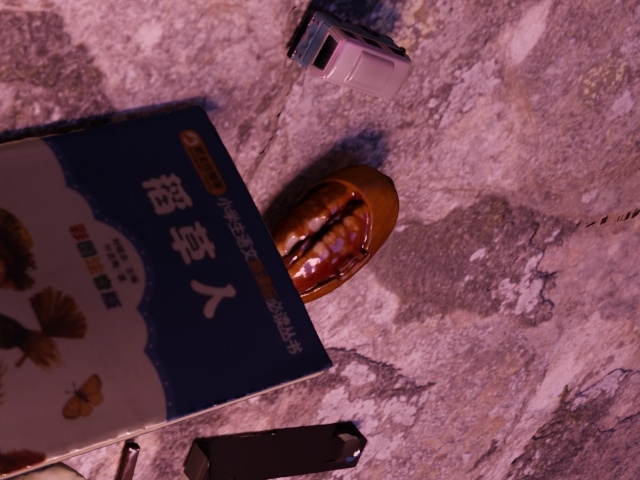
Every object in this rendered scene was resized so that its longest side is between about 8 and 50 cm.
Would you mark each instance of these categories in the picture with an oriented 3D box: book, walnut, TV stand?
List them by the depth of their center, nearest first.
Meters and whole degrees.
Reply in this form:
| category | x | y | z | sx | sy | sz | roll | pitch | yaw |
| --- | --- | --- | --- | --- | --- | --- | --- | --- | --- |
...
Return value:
| category | x | y | z | sx | sy | sz | roll | pitch | yaw |
| --- | --- | --- | --- | --- | --- | --- | --- | --- | --- |
| book | -0.229 | 0.044 | 1.237 | 0.428 | 0.300 | 0.039 | -16 | 157 | -32 |
| walnut | 0.000 | 0.000 | 1.533 | 0.207 | 0.116 | 0.116 | -42 | 141 | -3 |
| TV stand | -0.053 | 0.266 | 1.768 | 0.257 | 0.040 | 0.049 | 1 | 123 | -41 |

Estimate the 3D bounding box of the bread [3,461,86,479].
| category | x | y | z | sx | sy | sz | roll | pitch | yaw |
| --- | --- | --- | --- | --- | --- | --- | --- | --- | --- |
| bread | -0.332 | 0.263 | 1.301 | 0.187 | 0.338 | 0.155 | -17 | 93 | -25 |

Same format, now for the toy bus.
| category | x | y | z | sx | sy | sz | roll | pitch | yaw |
| --- | --- | --- | --- | --- | --- | --- | --- | --- | --- |
| toy bus | 0.037 | -0.183 | 1.432 | 0.123 | 0.075 | 0.060 | 12 | 115 | -46 |

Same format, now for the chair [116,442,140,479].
| category | x | y | z | sx | sy | sz | roll | pitch | yaw |
| --- | --- | --- | --- | --- | --- | --- | --- | --- | --- |
| chair | -0.265 | 0.405 | 1.598 | 0.160 | 0.186 | 0.319 | -4 | 124 | -45 |
